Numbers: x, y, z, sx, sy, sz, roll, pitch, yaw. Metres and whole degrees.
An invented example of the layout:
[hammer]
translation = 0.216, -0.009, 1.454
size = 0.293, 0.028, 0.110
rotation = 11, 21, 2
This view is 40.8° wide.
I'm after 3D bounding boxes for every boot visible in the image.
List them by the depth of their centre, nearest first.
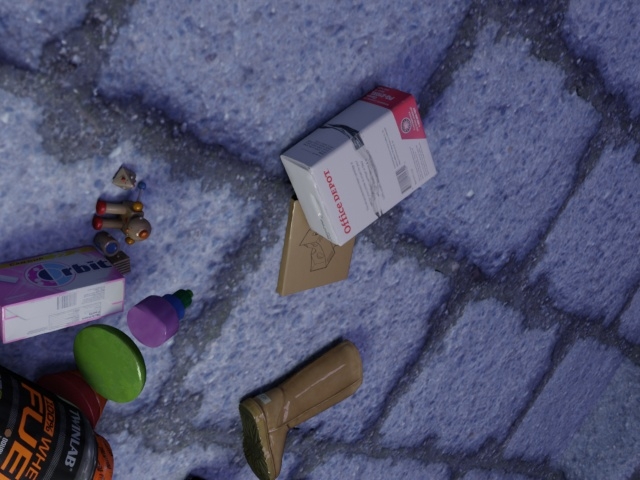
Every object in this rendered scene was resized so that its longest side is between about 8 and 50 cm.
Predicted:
[boot]
translation = -0.029, 0.358, 1.773
size = 0.270, 0.089, 0.236
rotation = -26, 133, -30

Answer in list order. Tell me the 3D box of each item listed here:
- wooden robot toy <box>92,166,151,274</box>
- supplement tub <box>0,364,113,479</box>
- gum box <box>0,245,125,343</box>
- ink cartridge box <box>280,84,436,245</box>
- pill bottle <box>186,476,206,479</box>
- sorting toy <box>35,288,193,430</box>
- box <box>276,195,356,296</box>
[wooden robot toy]
translation = -0.287, -0.016, 1.271
size = 0.076, 0.079, 0.173
rotation = -3, 119, -42
[supplement tub]
translation = -0.458, 0.279, 1.172
size = 0.207, 0.207, 0.338
rotation = -50, 133, -4
[gum box]
translation = -0.379, 0.070, 1.223
size = 0.188, 0.107, 0.062
rotation = -13, 126, -37
[ink cartridge box]
translation = 0.069, -0.131, 1.492
size = 0.237, 0.100, 0.172
rotation = -37, 127, -20
[pill bottle]
translation = -0.272, 0.582, 1.673
size = 0.219, 0.123, 0.123
rotation = -53, 140, 0
[sorting toy]
translation = -0.297, 0.172, 1.305
size = 0.365, 0.127, 0.126
rotation = -42, 178, 37
[box]
translation = 0.000, 0.000, 1.598
size = 0.164, 0.021, 0.201
rotation = -13, 126, -37
